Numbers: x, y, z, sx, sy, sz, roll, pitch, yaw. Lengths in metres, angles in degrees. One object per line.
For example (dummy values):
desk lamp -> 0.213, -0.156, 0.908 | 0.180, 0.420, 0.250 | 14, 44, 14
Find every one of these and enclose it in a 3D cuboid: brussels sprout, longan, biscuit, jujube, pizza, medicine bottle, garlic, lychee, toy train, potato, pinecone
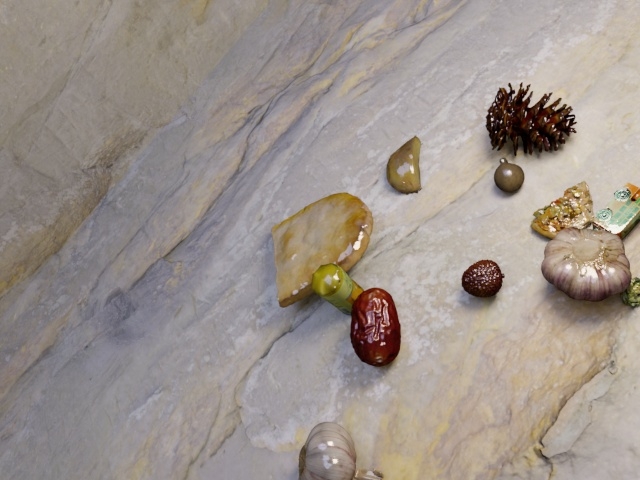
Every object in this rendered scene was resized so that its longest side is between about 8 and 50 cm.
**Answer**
brussels sprout -> 0.865, 0.143, 1.515 | 0.085, 0.058, 0.085 | 0, 92, 5
longan -> 0.629, -0.220, 1.846 | 0.106, 0.106, 0.119 | -20, 87, 22
biscuit -> 0.001, 0.001, 2.100 | 0.446, 0.104, 0.429 | -32, 38, 11
jujube -> 0.180, 0.280, 1.785 | 0.174, 0.174, 0.250 | -10, 59, 27
pizza -> 0.769, -0.090, 1.708 | 0.226, 0.069, 0.147 | -39, 47, 7
medicine bottle -> 0.062, 0.165, 1.886 | 0.124, 0.239, 0.124 | -13, 58, 23
garlic -> 0.753, 0.078, 1.563 | 0.245, 0.160, 0.244 | -12, 41, 10
garlic -> 0.062, 0.675, 1.636 | 0.254, 0.245, 0.244 | 12, 64, -3
lychee -> 0.503, 0.122, 1.711 | 0.129, 0.123, 0.123 | -32, 50, 8
toy train -> 0.886, -0.077, 1.624 | 0.188, 0.072, 0.099 | -48, 55, -2
potato -> 0.310, -0.295, 2.105 | 0.138, 0.098, 0.243 | -12, 56, 28
pinecone -> 0.703, -0.400, 1.838 | 0.293, 0.246, 0.246 | 14, 70, 17
